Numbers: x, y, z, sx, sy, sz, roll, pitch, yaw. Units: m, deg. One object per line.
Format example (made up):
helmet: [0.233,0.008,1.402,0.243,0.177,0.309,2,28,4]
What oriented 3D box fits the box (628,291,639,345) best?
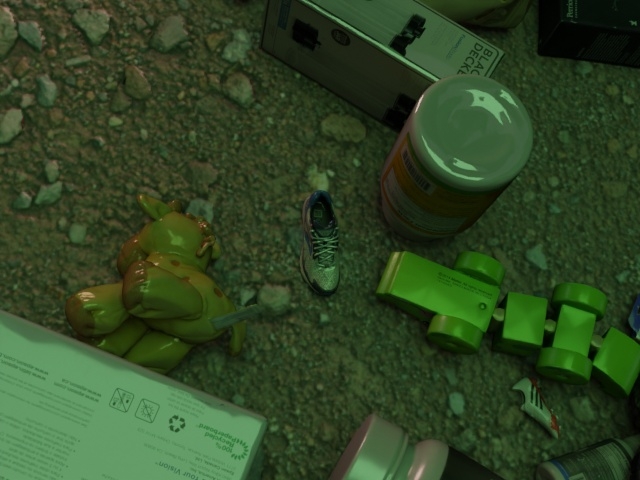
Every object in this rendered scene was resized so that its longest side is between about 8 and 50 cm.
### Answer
box: [0.459,0.119,1.256,0.136,0.028,0.081,29,70,4]

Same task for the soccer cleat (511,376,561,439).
soccer cleat: [0.264,0.208,1.197,0.035,0.029,0.083,-23,73,-6]

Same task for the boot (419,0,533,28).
boot: [0.183,-0.355,1.250,0.203,0.262,0.095,-6,71,-9]

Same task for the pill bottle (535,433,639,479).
pill bottle: [0.332,0.279,1.155,0.137,0.078,0.078,-15,75,-14]

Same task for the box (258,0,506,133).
box: [0.070,-0.242,1.243,0.290,0.169,0.087,32,70,2]

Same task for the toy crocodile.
toy crocodile: [0.234,0.101,1.196,0.340,0.105,0.115,18,69,2]

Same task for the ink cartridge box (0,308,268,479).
ink cartridge box: [-0.260,0.266,0.948,0.324,0.071,0.330,23,69,0]

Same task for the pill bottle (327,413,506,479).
pill bottle: [0.145,0.320,1.068,0.283,0.161,0.161,31,70,2]

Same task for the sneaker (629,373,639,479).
sneaker: [0.439,0.207,1.132,0.129,0.111,0.297,25,51,-2]

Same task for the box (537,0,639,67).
box: [0.391,-0.338,1.365,0.158,0.093,0.156,5,71,-6]

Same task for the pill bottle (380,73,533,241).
pill bottle: [0.147,-0.083,1.159,0.136,0.246,0.136,3,72,-8]

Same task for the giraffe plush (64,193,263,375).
giraffe plush: [-0.179,0.039,1.126,0.210,0.181,0.170,-12,52,-2]

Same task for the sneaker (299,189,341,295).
sneaker: [0.000,0.000,1.208,0.052,0.058,0.135,-5,73,-10]
